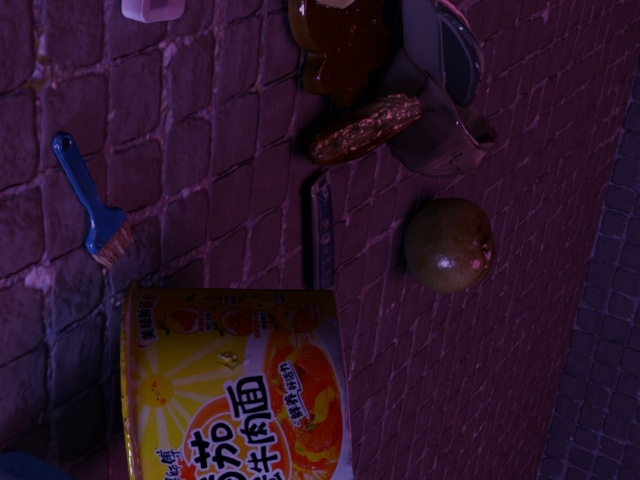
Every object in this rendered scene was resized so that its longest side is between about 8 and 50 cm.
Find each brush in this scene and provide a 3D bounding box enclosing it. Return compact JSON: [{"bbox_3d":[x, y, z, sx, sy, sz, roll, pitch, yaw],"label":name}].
[{"bbox_3d":[-0.209,-0.037,0.932,0.051,0.014,0.164,-56,151,-31],"label":"brush"}]

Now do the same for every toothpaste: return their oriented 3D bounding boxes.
[{"bbox_3d":[0.000,0.000,1.360,0.057,0.034,0.197,-49,145,-49],"label":"toothpaste"}]

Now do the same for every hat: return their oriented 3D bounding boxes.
[{"bbox_3d":[0.141,-0.216,1.354,0.232,0.161,0.275,-90,168,-71],"label":"hat"}]

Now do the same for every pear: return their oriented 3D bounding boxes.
[{"bbox_3d":[0.215,0.009,1.680,0.167,0.136,0.167,0,90,-65],"label":"pear"}]

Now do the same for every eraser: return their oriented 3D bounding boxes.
[{"bbox_3d":[-0.143,-0.247,0.898,0.065,0.026,0.105,-24,129,-55],"label":"eraser"}]

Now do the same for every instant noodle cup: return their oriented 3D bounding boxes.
[{"bbox_3d":[-0.076,0.157,0.992,0.264,0.200,0.265,175,-90,-88],"label":"instant noodle cup"}]

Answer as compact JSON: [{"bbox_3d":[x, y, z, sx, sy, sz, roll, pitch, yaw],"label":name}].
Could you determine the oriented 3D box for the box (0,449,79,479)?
[{"bbox_3d":[-0.269,0.325,0.919,0.083,0.142,0.232,-3,111,-63],"label":"box"}]

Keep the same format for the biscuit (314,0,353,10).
[{"bbox_3d":[0.063,-0.312,1.052,0.188,0.052,0.056,-38,149,31],"label":"biscuit"}]

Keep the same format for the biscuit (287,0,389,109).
[{"bbox_3d":[0.022,-0.261,1.208,0.180,0.039,0.236,-59,152,-18],"label":"biscuit"}]

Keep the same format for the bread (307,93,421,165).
[{"bbox_3d":[0.045,-0.132,1.300,0.154,0.054,0.136,-24,174,-10],"label":"bread"}]
